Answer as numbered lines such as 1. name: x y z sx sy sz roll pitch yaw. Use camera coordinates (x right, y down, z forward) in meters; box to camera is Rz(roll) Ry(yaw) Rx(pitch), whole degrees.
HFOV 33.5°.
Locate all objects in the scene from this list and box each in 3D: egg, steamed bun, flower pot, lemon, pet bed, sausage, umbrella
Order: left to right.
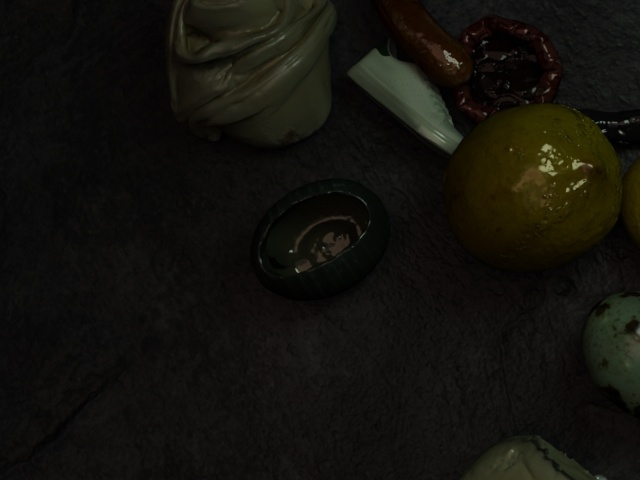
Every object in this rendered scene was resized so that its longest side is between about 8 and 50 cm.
1. steamed bun: -0.142 -0.335 1.833 0.309 0.219 0.325 5 84 16
2. flower pot: 0.000 0.000 1.780 0.243 0.157 0.189 -27 75 11
3. sausage: 0.154 -0.375 1.797 0.076 0.102 0.302 -55 53 40
4. pet bed: 0.309 -0.280 1.792 0.201 0.053 0.201 -1 87 15
5. lemon: 0.319 -0.078 1.646 0.310 0.257 0.258 -31 71 50
6. steamed bun: 0.333 0.479 1.576 0.312 0.233 0.334 -50 35 11
7. umbrella: 0.445 -0.187 1.729 0.235 0.059 0.066 4 87 8
8. egg: 0.496 0.184 1.615 0.169 0.169 0.231 -38 88 7
9. lemon: 0.547 -0.060 1.630 0.178 0.178 0.203 2 83 15

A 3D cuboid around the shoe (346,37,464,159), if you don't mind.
1. shoe: 0.168 -0.243 1.804 0.265 0.095 0.110 40 92 19
